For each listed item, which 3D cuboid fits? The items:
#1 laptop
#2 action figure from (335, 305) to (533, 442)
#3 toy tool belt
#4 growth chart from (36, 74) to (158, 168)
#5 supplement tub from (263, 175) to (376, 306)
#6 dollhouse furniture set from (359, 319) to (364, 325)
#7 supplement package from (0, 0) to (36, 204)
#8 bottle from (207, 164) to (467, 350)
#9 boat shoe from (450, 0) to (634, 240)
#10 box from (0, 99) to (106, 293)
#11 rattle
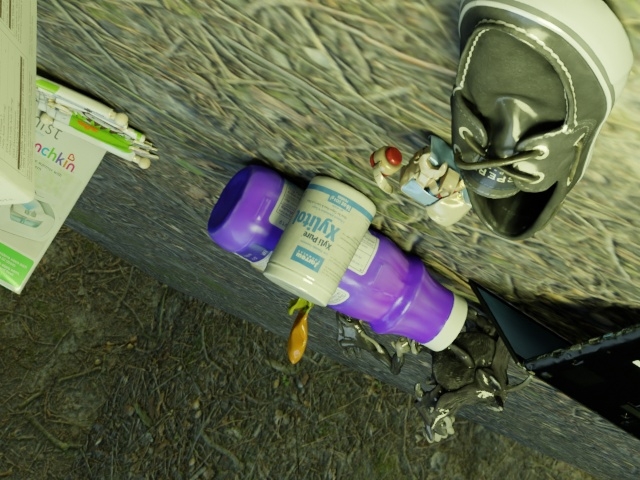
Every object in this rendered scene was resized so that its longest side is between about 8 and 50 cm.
[{"bbox_3d":[0.305,0.107,1.011,0.234,0.136,0.264,31,145,-24],"label":"laptop"},{"bbox_3d":[0.146,0.140,1.223,0.275,0.164,0.141,31,166,48],"label":"action figure"},{"bbox_3d":[0.080,-0.048,0.710,0.083,0.052,0.051,28,140,-27],"label":"toy tool belt"},{"bbox_3d":[-0.275,-0.142,1.245,0.172,0.021,0.237,23,171,-1],"label":"growth chart"},{"bbox_3d":[0.000,0.000,0.985,0.071,0.107,0.071,26,170,5],"label":"supplement tub"},{"bbox_3d":[0.075,0.118,1.503,0.091,0.081,0.114,25,171,12],"label":"dollhouse furniture set"},{"bbox_3d":[-0.299,-0.139,0.581,0.199,0.198,0.263,-5,167,5],"label":"supplement package"},{"bbox_3d":[0.023,0.024,1.099,0.283,0.092,0.118,30,171,-15],"label":"bottle"},{"bbox_3d":[0.095,-0.053,0.517,0.080,0.076,0.228,25,171,13],"label":"boat shoe"},{"bbox_3d":[-0.421,-0.062,1.456,0.127,0.231,0.262,33,169,-17],"label":"box"},{"bbox_3d":[-0.088,0.078,1.599,0.199,0.143,0.130,27,-168,-42],"label":"rattle"}]
